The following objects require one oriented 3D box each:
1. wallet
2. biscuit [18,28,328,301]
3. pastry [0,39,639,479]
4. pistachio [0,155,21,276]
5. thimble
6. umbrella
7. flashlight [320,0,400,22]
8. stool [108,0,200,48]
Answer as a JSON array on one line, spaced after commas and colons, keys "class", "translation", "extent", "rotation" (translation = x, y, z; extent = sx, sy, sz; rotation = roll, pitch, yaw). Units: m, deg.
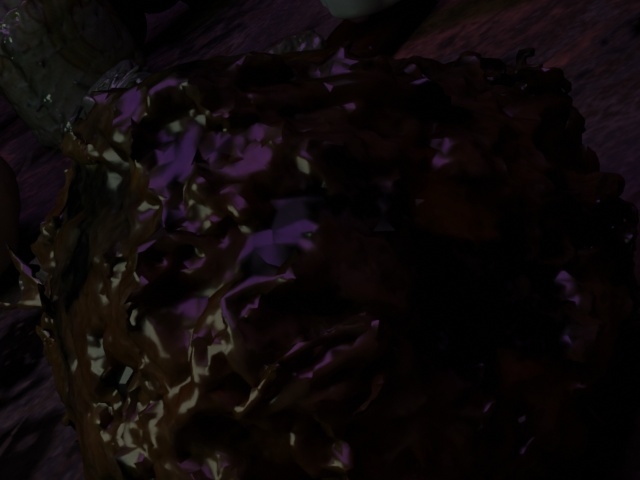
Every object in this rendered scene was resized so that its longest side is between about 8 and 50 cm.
[{"class": "wallet", "translation": [0.016, -0.139, 1.148], "extent": [0.095, 0.026, 0.176], "rotation": [-16, 27, 44]}, {"class": "biscuit", "translation": [-0.122, -0.059, 1.125], "extent": [0.290, 0.038, 0.141], "rotation": [-43, 13, -7]}, {"class": "pastry", "translation": [0.000, 0.000, 0.602], "extent": [0.275, 0.193, 0.275], "rotation": [-16, 26, 8]}, {"class": "pistachio", "translation": [-0.314, -0.012, 1.208], "extent": [0.157, 0.157, 0.229], "rotation": [-32, 15, 5]}, {"class": "thimble", "translation": [-0.262, -0.181, 1.480], "extent": [0.137, 0.143, 0.190], "rotation": [-26, 23, 18]}, {"class": "umbrella", "translation": [-0.148, -0.104, 1.136], "extent": [0.143, 0.062, 0.067], "rotation": [-158, 83, -74]}, {"class": "flashlight", "translation": [0.088, -0.200, 1.113], "extent": [0.200, 0.047, 0.093], "rotation": [-1, 35, 35]}, {"class": "stool", "translation": [-0.178, -0.304, 1.618], "extent": [0.228, 0.139, 0.153], "rotation": [-56, 38, 31]}]
